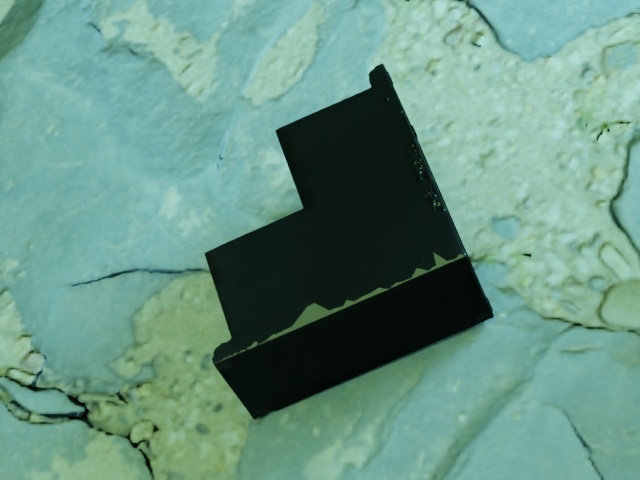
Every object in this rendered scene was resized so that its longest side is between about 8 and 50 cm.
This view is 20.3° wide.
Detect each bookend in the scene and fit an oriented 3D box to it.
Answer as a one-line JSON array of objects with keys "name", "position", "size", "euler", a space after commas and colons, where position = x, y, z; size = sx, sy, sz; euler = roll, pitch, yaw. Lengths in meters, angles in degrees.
[{"name": "bookend", "position": [0.000, 0.000, 1.068], "size": [0.157, 0.072, 0.156], "euler": [-24, 53, 4]}]
